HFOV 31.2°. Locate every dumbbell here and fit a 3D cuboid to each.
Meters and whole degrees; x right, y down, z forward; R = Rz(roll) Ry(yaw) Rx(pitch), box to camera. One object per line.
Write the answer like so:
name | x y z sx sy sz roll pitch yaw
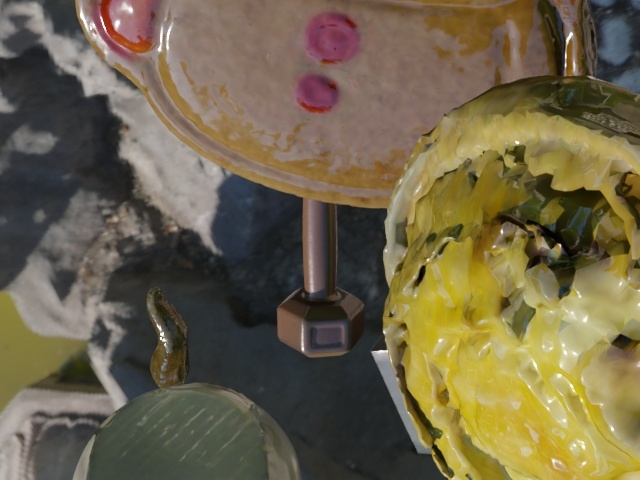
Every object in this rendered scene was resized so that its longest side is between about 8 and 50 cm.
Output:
dumbbell | 0.000 0.000 1.149 0.092 0.082 0.231 -4 109 -9

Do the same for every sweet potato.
sweet potato | -0.276 0.189 2.079 0.081 0.062 0.233 22 134 23

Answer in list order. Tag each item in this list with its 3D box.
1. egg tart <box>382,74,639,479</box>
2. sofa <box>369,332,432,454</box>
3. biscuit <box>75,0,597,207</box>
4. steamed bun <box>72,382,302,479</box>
egg tart | 0.120 0.070 0.486 0.291 0.107 0.291 36 145 30
sofa | 0.121 0.151 1.244 0.060 0.085 0.147 -8 117 37
biscuit | 0.016 -0.188 0.703 0.359 0.074 0.381 14 130 -2
steamed bun | -0.160 0.345 1.442 0.309 0.309 0.309 6 106 21
